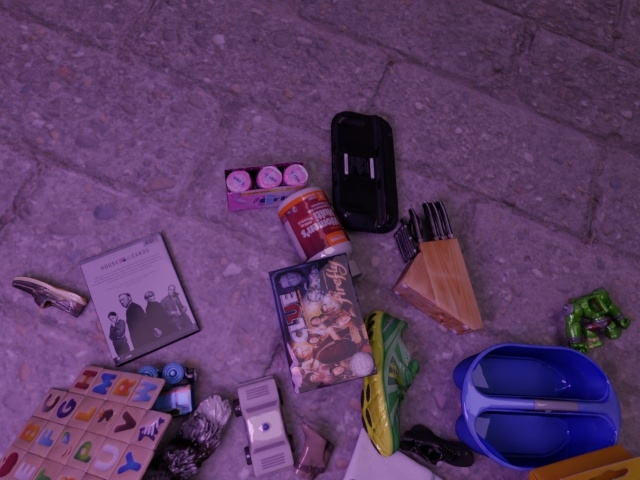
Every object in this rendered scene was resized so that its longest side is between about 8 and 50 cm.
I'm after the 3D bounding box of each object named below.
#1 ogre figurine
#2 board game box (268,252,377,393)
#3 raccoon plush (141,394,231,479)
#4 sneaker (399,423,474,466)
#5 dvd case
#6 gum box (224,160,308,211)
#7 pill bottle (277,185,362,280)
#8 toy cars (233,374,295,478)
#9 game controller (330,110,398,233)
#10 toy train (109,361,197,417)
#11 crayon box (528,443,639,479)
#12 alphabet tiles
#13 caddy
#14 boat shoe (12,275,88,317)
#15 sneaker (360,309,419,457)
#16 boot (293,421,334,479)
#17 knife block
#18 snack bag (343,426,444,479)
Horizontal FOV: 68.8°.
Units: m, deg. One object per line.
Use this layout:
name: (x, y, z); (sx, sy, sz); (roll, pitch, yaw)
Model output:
ogre figurine: (0.643, 0.184, 1.100); (0.196, 0.097, 0.118); (-20, 87, -3)
board game box: (0.002, 0.162, 0.926); (0.164, 0.042, 0.244); (-15, 75, 0)
raccoon plush: (-0.221, 0.511, 0.762); (0.299, 0.216, 0.446); (33, 69, 15)
sneaker: (0.239, 0.430, 0.951); (0.170, 0.089, 0.051); (27, 96, 4)
dvd case: (-0.385, 0.120, 0.997); (0.179, 0.030, 0.239); (-22, 76, -15)
gum box: (-0.123, -0.124, 1.078); (0.188, 0.107, 0.062); (-8, 73, -12)
pill bottle: (0.000, 0.000, 1.048); (0.121, 0.121, 0.221); (-24, 76, -16)
toy cars: (-0.065, 0.280, 0.960); (0.176, 0.087, 0.394); (26, 70, 1)
game controller: (0.107, -0.173, 1.149); (0.166, 0.067, 0.320); (3, 70, -12)
toy train: (-0.333, 0.301, 0.916); (0.184, 0.080, 0.105); (-6, 73, -11)
crayon box: (0.492, 0.513, 0.878); (0.202, 0.081, 0.319); (-8, 113, -12)
alphabet tiles: (-0.413, 0.352, 0.791); (0.342, 0.011, 0.285); (-2, 48, 30)
caddy: (0.440, 0.342, 0.969); (0.340, 0.179, 0.242); (5, 70, -7)
boat shoe: (-0.560, 0.115, 0.957); (0.152, 0.056, 0.049); (18, 64, -3)
sneaker: (0.150, 0.287, 0.968); (0.123, 0.109, 0.296); (9, 61, -11)
boot: (-0.023, 0.420, 0.919); (0.087, 0.042, 0.118); (-49, 119, -17)
knife block: (0.288, 0.050, 1.092); (0.275, 0.088, 0.242); (34, 70, 4)
snack bag: (0.172, 0.558, 0.848); (0.342, 0.037, 0.323); (33, 38, 3)
